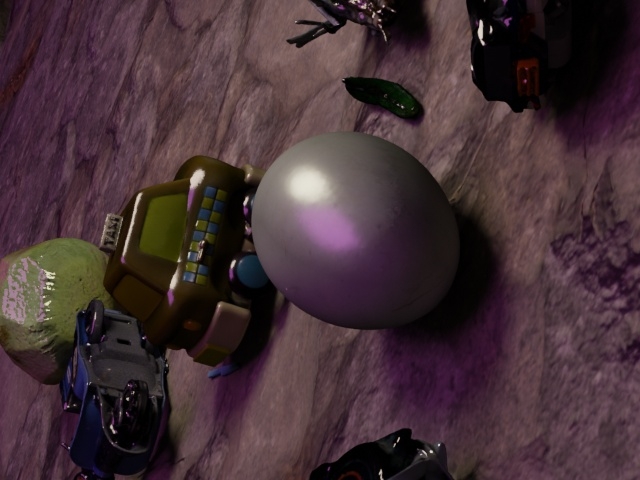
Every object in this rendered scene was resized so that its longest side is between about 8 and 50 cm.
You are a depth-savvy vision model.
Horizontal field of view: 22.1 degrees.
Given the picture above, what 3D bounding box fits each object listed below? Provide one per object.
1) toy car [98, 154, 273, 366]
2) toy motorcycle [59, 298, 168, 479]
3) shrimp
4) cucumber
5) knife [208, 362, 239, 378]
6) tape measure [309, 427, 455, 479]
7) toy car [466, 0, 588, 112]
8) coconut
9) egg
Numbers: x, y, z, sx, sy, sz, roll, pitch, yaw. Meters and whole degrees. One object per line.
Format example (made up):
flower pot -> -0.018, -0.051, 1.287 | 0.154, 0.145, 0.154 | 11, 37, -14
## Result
toy car -> -0.166, 0.009, 1.978 | 0.204, 0.198, 0.247 | 136, 149, -62
toy motorcycle -> -0.281, 0.222, 2.219 | 0.358, 0.125, 0.212 | -114, 39, -63
shrimp -> 0.022, -0.337, 1.923 | 0.410, 0.166, 0.221 | -90, 24, -66
cucumber -> 0.068, -0.162, 1.813 | 0.036, 0.033, 0.184 | -45, 22, -4
knife -> -0.120, 0.161, 2.024 | 0.091, 0.005, 0.014 | -26, 47, 60
tape measure -> 0.048, 0.261, 1.404 | 0.182, 0.107, 0.181 | -38, 35, 57
toy car -> 0.180, -0.255, 1.483 | 0.193, 0.118, 0.301 | 77, -168, -54
coconut -> -0.401, 0.102, 2.486 | 0.204, 0.236, 0.236 | -42, 7, -29
egg -> 0.035, -0.007, 1.557 | 0.264, 0.183, 0.183 | 37, 106, 61
